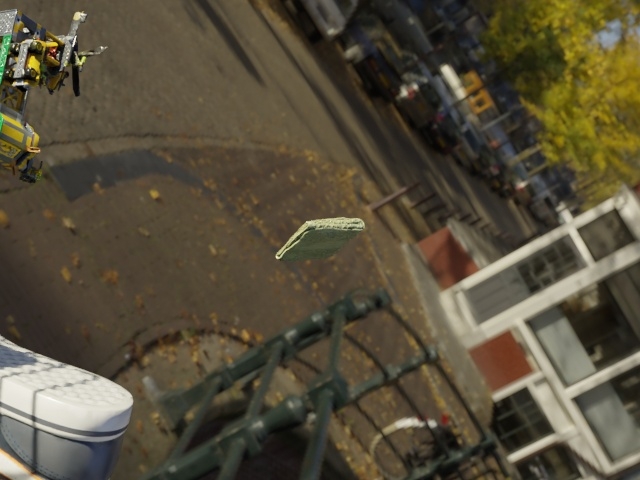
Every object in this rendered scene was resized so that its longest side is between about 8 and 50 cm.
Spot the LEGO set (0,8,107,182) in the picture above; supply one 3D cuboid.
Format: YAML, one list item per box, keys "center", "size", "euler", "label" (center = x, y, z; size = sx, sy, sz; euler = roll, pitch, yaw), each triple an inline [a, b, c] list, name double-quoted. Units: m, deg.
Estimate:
- center: [-0.452, -0.179, 1.290]
  size: [0.192, 0.331, 0.255]
  euler: [32, 54, -59]
  label: "LEGO set"

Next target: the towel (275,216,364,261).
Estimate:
- center: [0.000, 0.000, 1.638]
  size: [0.148, 0.110, 0.027]
  euler: [-4, 59, -46]
  label: "towel"

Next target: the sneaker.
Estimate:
- center: [-0.312, 0.138, 0.803]
  size: [0.321, 0.128, 0.126]
  euler: [21, 10, 25]
  label: "sneaker"
